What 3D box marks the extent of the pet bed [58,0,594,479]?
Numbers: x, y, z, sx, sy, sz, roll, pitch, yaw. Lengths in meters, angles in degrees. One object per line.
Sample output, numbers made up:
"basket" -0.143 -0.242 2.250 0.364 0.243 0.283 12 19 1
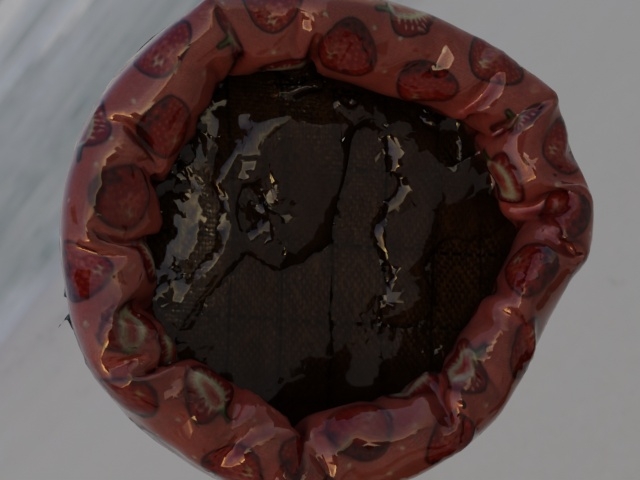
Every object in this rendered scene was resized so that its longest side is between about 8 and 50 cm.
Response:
"pet bed" 0.000 0.000 0.675 0.201 0.201 0.053 -55 10 -9
